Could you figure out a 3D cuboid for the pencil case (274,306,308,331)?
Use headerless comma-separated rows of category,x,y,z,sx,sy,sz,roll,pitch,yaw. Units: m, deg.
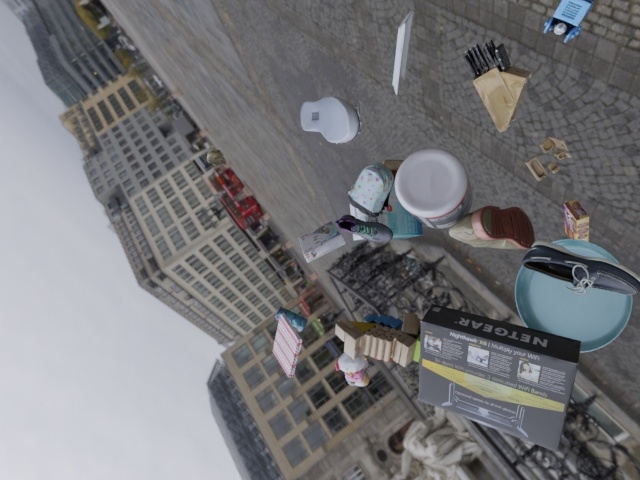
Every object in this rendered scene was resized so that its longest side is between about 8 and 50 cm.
pencil case,-0.138,0.372,2.044,0.152,0.070,0.064,26,173,4

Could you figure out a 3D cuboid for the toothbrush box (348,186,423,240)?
toothbrush box,0.280,-0.116,1.851,0.126,0.296,0.216,-14,79,59

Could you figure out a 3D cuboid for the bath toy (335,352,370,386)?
bath toy,0.141,0.534,1.813,0.151,0.129,0.348,57,175,26

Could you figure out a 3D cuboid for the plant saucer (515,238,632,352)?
plant saucer,0.713,0.155,1.232,0.044,0.317,0.317,6,-154,-35

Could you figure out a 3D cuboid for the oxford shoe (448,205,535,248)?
oxford shoe,0.590,-0.037,1.460,0.147,0.397,0.140,-19,67,48

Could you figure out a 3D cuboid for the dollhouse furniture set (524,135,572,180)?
dollhouse furniture set,1.042,-0.361,1.966,0.144,0.151,0.123,48,-166,-15

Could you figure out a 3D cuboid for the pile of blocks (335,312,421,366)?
pile of blocks,0.225,0.300,1.270,0.149,0.362,0.112,-67,-17,-54

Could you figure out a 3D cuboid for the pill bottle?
pill bottle,0.380,-0.151,1.405,0.210,0.210,0.363,52,-167,19

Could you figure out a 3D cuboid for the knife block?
knife block,0.599,-0.555,1.538,0.242,0.088,0.275,26,135,23

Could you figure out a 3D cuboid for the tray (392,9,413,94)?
tray,0.307,-0.708,1.638,0.030,0.145,0.270,14,139,14

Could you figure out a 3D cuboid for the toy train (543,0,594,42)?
toy train,0.618,-0.557,1.061,0.080,0.184,0.105,35,137,14

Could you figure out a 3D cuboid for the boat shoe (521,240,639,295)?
boat shoe,0.616,0.076,1.032,0.255,0.079,0.095,28,155,37

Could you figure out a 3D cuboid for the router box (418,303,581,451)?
router box,0.376,0.294,0.953,0.309,0.081,0.242,12,121,30

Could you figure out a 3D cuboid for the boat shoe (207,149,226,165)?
boat shoe,-0.378,-0.307,1.569,0.153,0.056,0.048,6,-108,-86

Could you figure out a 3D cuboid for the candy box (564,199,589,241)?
candy box,1.056,-0.066,1.783,0.109,0.053,0.186,-96,-21,-44

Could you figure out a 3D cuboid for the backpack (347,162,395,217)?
backpack,0.186,-0.184,1.545,0.152,0.182,0.115,34,-146,12

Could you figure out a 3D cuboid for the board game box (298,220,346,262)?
board game box,0.000,0.000,2.045,0.053,0.193,0.305,63,180,-15

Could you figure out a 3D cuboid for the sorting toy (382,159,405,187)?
sorting toy,0.402,-0.276,1.993,0.229,0.307,0.041,110,157,-56

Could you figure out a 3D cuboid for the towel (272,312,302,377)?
towel,-0.118,0.374,1.543,0.144,0.029,0.197,46,132,43

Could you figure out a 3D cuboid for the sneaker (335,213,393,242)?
sneaker,0.166,-0.037,1.673,0.224,0.083,0.098,17,-164,16

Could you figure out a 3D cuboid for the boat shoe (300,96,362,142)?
boat shoe,0.068,-0.376,1.359,0.367,0.157,0.135,-145,53,-63
